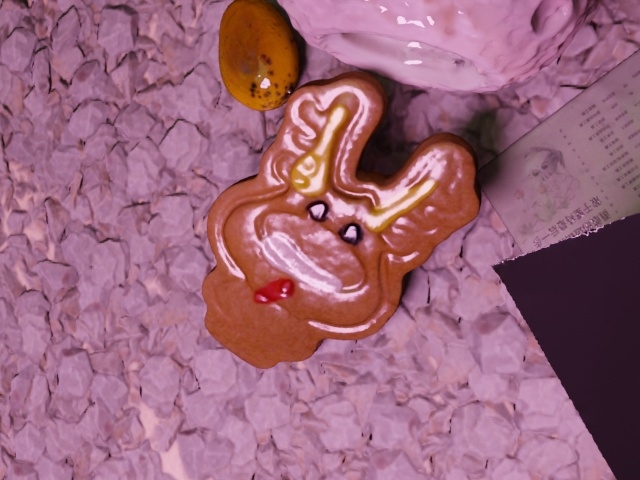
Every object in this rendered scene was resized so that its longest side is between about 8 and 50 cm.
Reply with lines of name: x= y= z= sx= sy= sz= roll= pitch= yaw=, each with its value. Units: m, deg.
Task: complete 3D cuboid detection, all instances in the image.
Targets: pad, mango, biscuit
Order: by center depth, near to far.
pad: x=0.331 y=0.051 z=0.716 sx=0.367 sy=0.007 sz=0.248 roll=-22 pitch=114 yaw=28
pad: x=0.258 y=-0.063 z=0.835 sx=0.265 sy=0.009 sz=0.160 roll=-37 pitch=71 yaw=23
biscuit: x=-0.001 y=0.002 z=0.911 sx=0.186 sy=0.044 sz=0.295 roll=34 pitch=122 yaw=1
mango: x=-0.058 y=-0.171 z=0.989 sx=0.079 sy=0.057 sz=0.114 roll=-32 pitch=66 yaw=29

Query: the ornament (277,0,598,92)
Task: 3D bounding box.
ornament: x=0.087 y=-0.236 z=0.791 sx=0.259 sy=0.259 sz=0.225 roll=14 pitch=87 yaw=29
